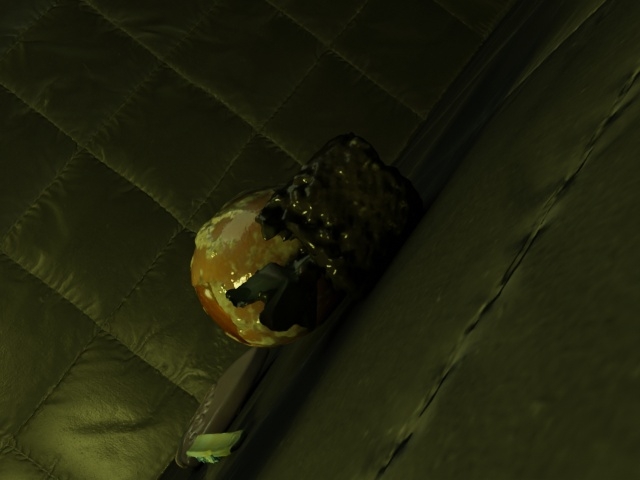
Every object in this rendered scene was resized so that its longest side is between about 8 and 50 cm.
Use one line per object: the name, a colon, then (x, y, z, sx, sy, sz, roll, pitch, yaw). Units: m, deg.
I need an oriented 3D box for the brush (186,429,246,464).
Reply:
brush: (-0.121, 0.248, 0.835, 0.033, 0.030, 0.178, -45, 7, -30)

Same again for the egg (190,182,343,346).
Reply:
egg: (-0.059, 0.029, 0.861, 0.233, 0.195, 0.195, -40, 10, 51)

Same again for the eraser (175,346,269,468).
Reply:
eraser: (-0.170, 0.277, 1.202, 0.243, 0.059, 0.204, -58, 2, -24)

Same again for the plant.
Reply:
plant: (0.000, 0.000, 0.695, 0.203, 0.131, 0.142, -55, 4, -7)
